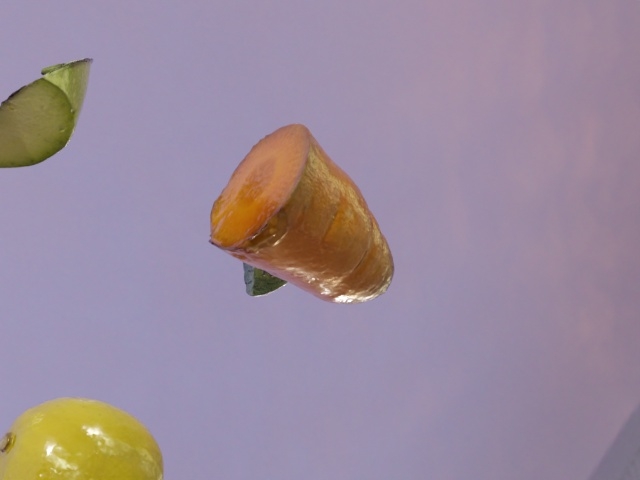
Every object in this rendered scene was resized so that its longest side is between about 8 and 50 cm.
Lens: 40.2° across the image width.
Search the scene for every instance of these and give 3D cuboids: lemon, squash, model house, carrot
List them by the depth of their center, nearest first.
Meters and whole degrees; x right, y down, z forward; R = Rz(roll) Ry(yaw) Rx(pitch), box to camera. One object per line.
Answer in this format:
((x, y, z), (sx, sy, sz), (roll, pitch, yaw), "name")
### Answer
((0.000, 0.000, 0.962), (0.225, 0.159, 0.159), (42, -105, -32), "carrot")
((-0.351, -0.156, 1.130), (0.085, 0.192, 0.184), (58, -157, -10), "squash")
((-0.070, 0.037, 1.271), (0.079, 0.066, 0.083), (-15, -63, -31), "model house")
((-0.481, 0.476, 1.735), (0.348, 0.348, 0.348), (-34, -43, -39), "lemon")
